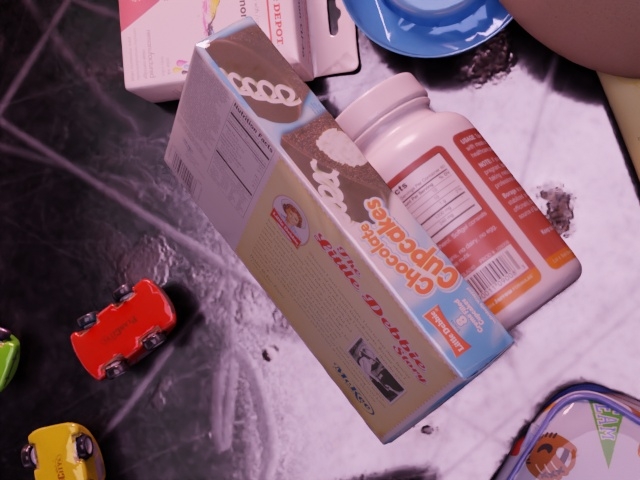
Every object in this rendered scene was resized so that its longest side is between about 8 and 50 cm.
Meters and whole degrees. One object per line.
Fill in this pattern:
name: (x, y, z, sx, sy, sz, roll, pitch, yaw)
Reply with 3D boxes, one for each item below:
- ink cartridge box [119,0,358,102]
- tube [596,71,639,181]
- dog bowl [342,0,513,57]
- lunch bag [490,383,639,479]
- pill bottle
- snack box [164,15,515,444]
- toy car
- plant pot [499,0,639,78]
ink cartridge box: (-0.072, -0.194, 0.971, 0.198, 0.067, 0.115, -7, 84, 11)
tube: (0.264, -0.136, 0.903, 0.070, 0.062, 0.240, -8, 77, -29)
dog bowl: (0.080, -0.292, 0.943, 0.166, 0.074, 0.297, -19, 83, 10)
lunch bag: (0.219, 0.283, 0.855, 0.243, 0.115, 0.303, 30, 92, 11)
pill bottle: (0.102, -0.025, 0.896, 0.121, 0.121, 0.216, -37, 79, 7)
snack box: (0.000, 0.000, 0.884, 0.060, 0.187, 0.322, -33, 79, -26)
toy car: (-0.257, 0.120, 0.997, 0.225, 0.053, 0.239, 21, 90, 13)
plant pot: (0.265, -0.281, 0.802, 0.284, 0.191, 0.284, 1, 81, -6)
